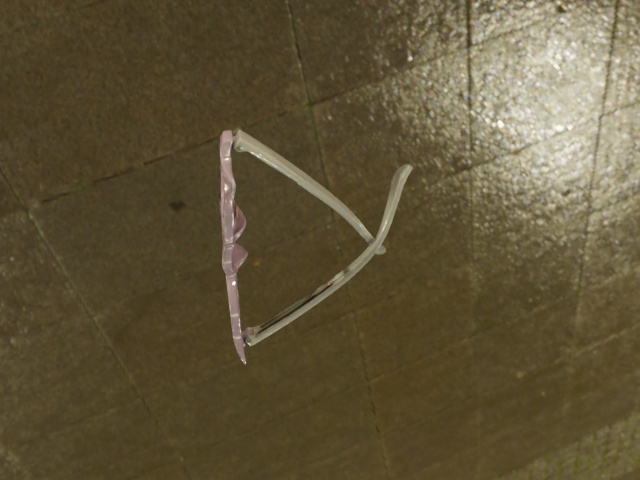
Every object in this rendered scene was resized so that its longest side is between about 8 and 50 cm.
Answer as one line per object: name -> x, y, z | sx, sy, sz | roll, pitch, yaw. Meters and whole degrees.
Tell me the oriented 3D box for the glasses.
glasses -> 0.000, 0.000, 0.433 | 0.103, 0.062, 0.140 | -3, 130, -8
